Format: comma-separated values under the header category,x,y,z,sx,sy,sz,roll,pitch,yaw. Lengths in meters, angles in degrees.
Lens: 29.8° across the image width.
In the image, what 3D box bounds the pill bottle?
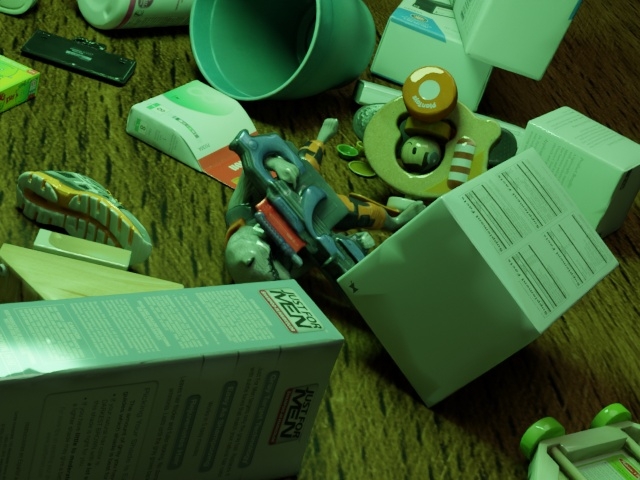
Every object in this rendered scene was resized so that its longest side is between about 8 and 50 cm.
category,x,y,z,sx,sy,sz,roll,pitch,yaw
pill bottle,-0.296,-0.476,2.220,0.283,0.160,0.160,-14,42,-44

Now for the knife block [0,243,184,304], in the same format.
category,x,y,z,sx,sy,sz,roll,pitch,yaw
knife block,-0.208,0.091,1.374,0.275,0.088,0.242,37,33,31

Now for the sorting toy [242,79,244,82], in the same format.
category,x,y,z,sx,sy,sz,roll,pitch,yaw
sorting toy,-0.178,-0.302,2.142,0.062,0.012,0.083,-2,35,-31

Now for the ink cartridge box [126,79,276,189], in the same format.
category,x,y,z,sx,sy,sz,roll,pitch,yaw
ink cartridge box,-0.160,-0.165,1.879,0.224,0.056,0.181,27,30,18

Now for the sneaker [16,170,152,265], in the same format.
category,x,y,z,sx,sy,sz,roll,pitch,yaw
sneaker,-0.293,-0.038,1.556,0.215,0.084,0.083,31,27,24

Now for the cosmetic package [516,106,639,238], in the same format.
category,x,y,z,sx,sy,sz,roll,pitch,yaw
cosmetic package,0.429,-0.109,2.012,0.183,0.151,0.151,33,32,23

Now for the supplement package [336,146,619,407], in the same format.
category,x,y,z,sx,sy,sz,roll,pitch,yaw
supplement package,0.203,0.041,1.517,0.198,0.199,0.262,54,37,6

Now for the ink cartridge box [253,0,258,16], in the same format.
category,x,y,z,sx,sy,sz,roll,pitch,yaw
ink cartridge box,-0.118,-0.483,2.272,0.045,0.223,0.224,18,28,0

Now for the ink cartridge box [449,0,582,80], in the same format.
category,x,y,z,sx,sy,sz,roll,pitch,yaw
ink cartridge box,0.382,-0.529,2.304,0.166,0.285,0.395,18,30,-12

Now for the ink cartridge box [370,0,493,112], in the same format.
category,x,y,z,sx,sy,sz,roll,pitch,yaw
ink cartridge box,0.253,-0.399,2.432,0.223,0.129,0.307,22,29,5

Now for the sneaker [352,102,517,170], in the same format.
category,x,y,z,sx,sy,sz,roll,pitch,yaw
sneaker,0.184,-0.154,1.996,0.270,0.090,0.145,9,-10,1

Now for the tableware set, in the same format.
category,x,y,z,sx,sy,sz,roll,pitch,yaw
tableware set,0.099,-0.120,1.976,0.104,0.024,0.154,-8,39,-38

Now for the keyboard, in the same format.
category,x,y,z,sx,sy,sz,roll,pitch,yaw
keyboard,-0.402,-0.311,2.023,0.180,0.023,0.108,19,35,-1

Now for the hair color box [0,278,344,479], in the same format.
category,x,y,z,sx,sy,sz,roll,pitch,yaw
hair color box,-0.178,0.155,1.178,0.374,0.185,0.113,-3,35,-34

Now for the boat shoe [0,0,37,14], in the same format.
category,x,y,z,sx,sy,sz,roll,pitch,yaw
boat shoe,-0.631,-0.494,2.125,0.305,0.109,0.091,26,29,1

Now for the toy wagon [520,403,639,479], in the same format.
category,x,y,z,sx,sy,sz,roll,pitch,yaw
toy wagon,0.400,0.299,1.384,0.344,0.068,0.267,-4,36,-36

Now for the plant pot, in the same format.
category,x,y,z,sx,sy,sz,roll,pitch,yaw
plant pot,-0.043,-0.369,2.100,0.271,0.272,0.255,36,20,29

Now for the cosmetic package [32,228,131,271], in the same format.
category,x,y,z,sx,sy,sz,roll,pitch,yaw
cosmetic package,-0.292,0.032,1.457,0.115,0.060,0.041,15,29,-8

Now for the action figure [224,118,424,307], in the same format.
category,x,y,z,sx,sy,sz,roll,pitch,yaw
action figure,0.000,0.000,1.641,0.330,0.178,0.341,-31,85,-47

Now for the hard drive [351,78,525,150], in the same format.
category,x,y,z,sx,sy,sz,roll,pitch,yaw
hard drive,0.213,-0.223,2.141,0.307,0.040,0.203,16,9,-5

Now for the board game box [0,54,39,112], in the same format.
category,x,y,z,sx,sy,sz,roll,pitch,yaw
board game box,-0.510,-0.225,1.791,0.092,0.043,0.181,25,30,11

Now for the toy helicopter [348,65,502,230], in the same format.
category,x,y,z,sx,sy,sz,roll,pitch,yaw
toy helicopter,0.206,-0.075,1.812,0.355,0.235,0.140,42,-4,18
